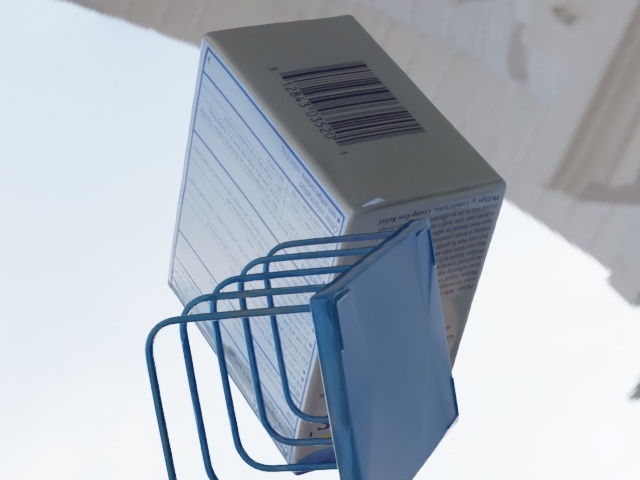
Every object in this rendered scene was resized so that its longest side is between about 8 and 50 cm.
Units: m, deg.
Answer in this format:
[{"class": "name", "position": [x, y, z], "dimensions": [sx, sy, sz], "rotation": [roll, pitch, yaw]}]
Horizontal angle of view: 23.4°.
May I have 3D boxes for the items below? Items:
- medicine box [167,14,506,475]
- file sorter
[{"class": "medicine box", "position": [0.000, 0.000, 1.319], "dimensions": [0.149, 0.263, 0.289], "rotation": [-12, -47, -27]}, {"class": "file sorter", "position": [-0.005, 0.067, 0.804], "dimensions": [0.170, 0.104, 0.118], "rotation": [-34, -63, -66]}]
